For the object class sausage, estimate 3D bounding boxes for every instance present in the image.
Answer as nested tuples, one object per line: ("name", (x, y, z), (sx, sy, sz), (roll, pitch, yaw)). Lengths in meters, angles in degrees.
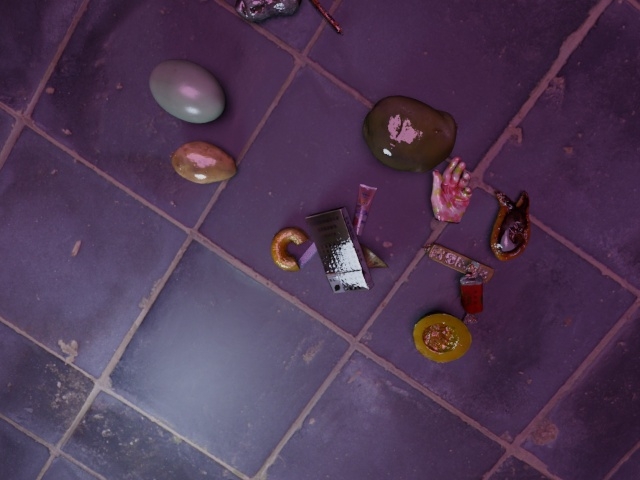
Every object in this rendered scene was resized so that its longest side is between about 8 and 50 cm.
("sausage", (0.015, -0.829, 1.488), (0.198, 0.025, 0.028), (47, 67, -5))

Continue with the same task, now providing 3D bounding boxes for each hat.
("hat", (0.184, 0.080, 1.553), (0.146, 0.146, 0.067), (39, 91, -3))

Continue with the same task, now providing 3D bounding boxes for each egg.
("egg", (-0.477, -0.537, 1.470), (0.282, 0.203, 0.203), (25, 99, 4))

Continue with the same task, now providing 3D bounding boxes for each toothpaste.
("toothpaste", (0.163, -0.117, 1.583), (0.067, 0.043, 0.194), (13, 94, 4))

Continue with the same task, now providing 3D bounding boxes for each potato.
("potato", (-0.442, -0.299, 1.551), (0.234, 0.128, 0.161), (-10, 114, 0))
("potato", (0.310, -0.368, 1.443), (0.326, 0.221, 0.243), (21, 97, -5))

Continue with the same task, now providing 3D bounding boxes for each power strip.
("power strip", (0.538, 0.085, 1.589), (0.305, 0.044, 0.064), (24, 100, 0))

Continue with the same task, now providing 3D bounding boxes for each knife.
("knife", (0.000, 0.000, 1.622), (0.044, 0.019, 0.313), (40, 101, -4))

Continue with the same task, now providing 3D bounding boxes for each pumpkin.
("pumpkin", (0.470, 0.362, 1.612), (0.217, 0.110, 0.217), (3, 111, 7))

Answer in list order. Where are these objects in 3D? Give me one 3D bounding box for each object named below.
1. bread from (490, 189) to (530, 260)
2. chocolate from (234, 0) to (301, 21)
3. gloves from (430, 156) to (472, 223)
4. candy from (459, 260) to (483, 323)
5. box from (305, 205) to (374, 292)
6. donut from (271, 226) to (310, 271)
("bread", (0.716, -0.056, 1.541), (0.139, 0.095, 0.269), (5, 85, 0))
("chocolate", (-0.183, -0.851, 1.457), (0.248, 0.110, 0.110), (-6, 98, 1))
("gloves", (0.488, -0.188, 1.514), (0.145, 0.126, 0.241), (15, 103, 26))
("candy", (0.584, 0.208, 1.579), (0.086, 0.059, 0.292), (-6, 116, 12))
("box", (0.072, 0.042, 1.551), (0.180, 0.047, 0.325), (-11, 104, 40))
("donut", (-0.129, 0.032, 1.601), (0.146, 0.078, 0.181), (18, 96, 2))
